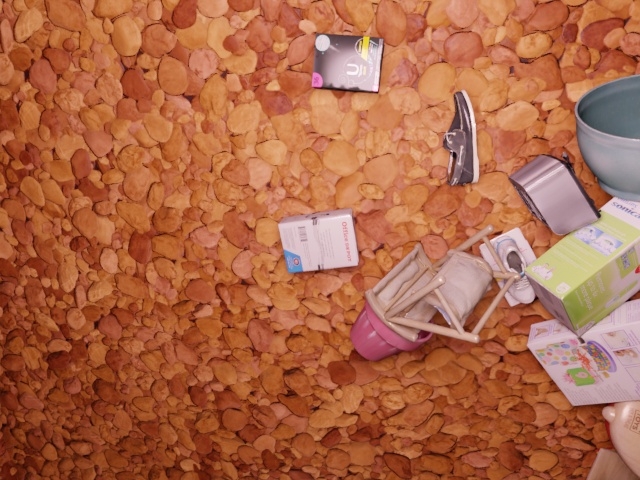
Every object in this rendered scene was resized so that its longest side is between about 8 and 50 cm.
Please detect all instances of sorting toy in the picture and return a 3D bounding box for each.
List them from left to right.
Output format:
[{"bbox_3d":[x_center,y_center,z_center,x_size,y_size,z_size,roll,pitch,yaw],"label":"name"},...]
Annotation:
[{"bbox_3d":[0.894,0.680,1.247,0.132,0.046,0.274,10,109,6],"label":"sorting toy"}]

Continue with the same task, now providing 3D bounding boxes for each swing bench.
[{"bbox_3d":[0.293,0.111,1.001,0.255,0.253,0.165,-22,103,54],"label":"swing bench"}]

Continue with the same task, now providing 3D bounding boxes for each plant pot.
[{"bbox_3d":[0.184,0.239,1.153,0.201,0.201,0.180,36,125,-3],"label":"plant pot"},{"bbox_3d":[0.717,-0.209,0.894,0.293,0.293,0.196,-13,129,12],"label":"plant pot"}]

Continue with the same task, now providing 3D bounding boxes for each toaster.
[{"bbox_3d":[0.553,-0.118,0.986,0.110,0.168,0.185,-35,100,18],"label":"toaster"}]

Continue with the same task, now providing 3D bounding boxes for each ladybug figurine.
[{"bbox_3d":[0.969,0.530,1.106,0.449,0.162,0.305,23,86,2],"label":"ladybug figurine"}]

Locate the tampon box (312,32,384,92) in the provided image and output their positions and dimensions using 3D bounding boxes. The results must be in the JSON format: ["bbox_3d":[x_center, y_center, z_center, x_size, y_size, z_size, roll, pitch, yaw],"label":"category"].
[{"bbox_3d":[0.068,-0.426,0.999,0.161,0.101,0.120,7,107,7],"label":"tampon box"}]

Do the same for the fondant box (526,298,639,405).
[{"bbox_3d":[0.754,0.292,1.051,0.238,0.096,0.330,51,134,-8],"label":"fondant box"}]

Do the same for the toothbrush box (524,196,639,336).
[{"bbox_3d":[0.664,0.064,0.981,0.283,0.122,0.206,-41,128,4],"label":"toothbrush box"}]

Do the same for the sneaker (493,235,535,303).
[{"bbox_3d":[0.493,0.086,1.033,0.071,0.083,0.190,-26,104,14],"label":"sneaker"}]

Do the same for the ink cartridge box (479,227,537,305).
[{"bbox_3d":[0.513,0.062,1.102,0.115,0.067,0.198,-29,102,16],"label":"ink cartridge box"}]

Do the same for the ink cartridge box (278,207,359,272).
[{"bbox_3d":[0.000,0.000,1.151,0.203,0.086,0.148,-7,106,10],"label":"ink cartridge box"}]

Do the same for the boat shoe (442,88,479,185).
[{"bbox_3d":[0.344,-0.251,1.022,0.079,0.084,0.233,-6,109,10],"label":"boat shoe"}]
